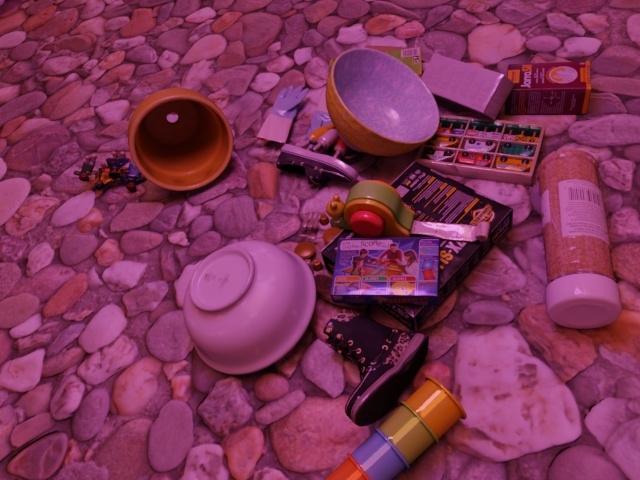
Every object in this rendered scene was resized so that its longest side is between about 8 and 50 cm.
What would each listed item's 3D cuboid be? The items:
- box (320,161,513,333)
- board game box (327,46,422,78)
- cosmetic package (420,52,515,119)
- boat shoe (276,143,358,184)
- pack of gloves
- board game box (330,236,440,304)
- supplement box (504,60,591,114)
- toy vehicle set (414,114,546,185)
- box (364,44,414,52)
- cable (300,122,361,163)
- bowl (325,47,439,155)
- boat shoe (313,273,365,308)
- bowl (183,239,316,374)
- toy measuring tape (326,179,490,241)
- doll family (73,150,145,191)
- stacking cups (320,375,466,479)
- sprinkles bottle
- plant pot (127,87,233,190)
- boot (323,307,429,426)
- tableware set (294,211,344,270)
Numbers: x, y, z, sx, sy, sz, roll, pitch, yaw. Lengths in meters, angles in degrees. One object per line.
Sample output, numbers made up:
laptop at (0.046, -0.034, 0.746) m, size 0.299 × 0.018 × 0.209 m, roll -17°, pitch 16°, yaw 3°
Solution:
box at (0.200, 0.000, 1.151) m, size 0.257 × 0.079 × 0.322 m, roll 34°, pitch 69°, yaw 32°
board game box at (0.151, -0.477, 1.528) m, size 0.260 × 0.039 × 0.124 m, roll -2°, pitch 53°, yaw 11°
cosmetic package at (0.355, -0.386, 1.364) m, size 0.239 × 0.061 × 0.098 m, roll 41°, pitch 108°, yaw 45°
boat shoe at (-0.016, -0.173, 1.350) m, size 0.229 × 0.080 × 0.076 m, roll 24°, pitch 83°, yaw 25°
pack of gloves at (-0.042, -0.333, 1.508) m, size 0.195 × 0.046 × 0.231 m, roll 15°, pitch 59°, yaw 10°
board game box at (0.127, 0.057, 1.057) m, size 0.202 × 0.035 × 0.136 m, roll 0°, pitch 54°, yaw 16°
supplement box at (0.550, -0.370, 1.333) m, size 0.188 × 0.080 × 0.104 m, roll 4°, pitch 55°, yaw 19°
toy vehicle set at (0.377, -0.220, 1.295) m, size 0.267 × 0.035 × 0.165 m, roll 11°, pitch 57°, yaw 23°
box at (0.167, -0.488, 1.569) m, size 0.165 × 0.021 × 0.201 m, roll 15°, pitch 59°, yaw 25°
cable at (0.078, -0.303, 1.419) m, size 0.140 × 0.072 × 0.287 m, roll 25°, pitch 62°, yaw 18°
bowl at (0.123, -0.305, 1.325) m, size 0.290 × 0.156 × 0.289 m, roll 14°, pitch 57°, yaw -22°
boat shoe at (0.042, 0.110, 1.131) m, size 0.136 × 0.045 × 0.050 m, roll 24°, pitch 67°, yaw 33°
bowl at (-0.167, 0.106, 1.105) m, size 0.298 × 0.134 × 0.297 m, roll -14°, pitch 51°, yaw 18°
toy measuring tape at (0.163, -0.059, 1.085) m, size 0.331 × 0.121 × 0.121 m, roll 7°, pitch 56°, yaw 21°
doll family at (-0.575, -0.184, 1.512) m, size 0.193 × 0.076 × 0.111 m, roll -9°, pitch 47°, yaw 5°
stacking cups at (0.097, 0.360, 0.893) m, size 0.316 × 0.096 × 0.096 m, roll -39°, pitch 53°, yaw -14°
sprinkles bottle at (0.488, -0.012, 1.051) m, size 0.122 × 0.121 × 0.355 m, roll 1°, pitch 54°, yaw 16°
plant pot at (-0.379, -0.291, 1.443) m, size 0.254 × 0.253 × 0.239 m, roll -28°, pitch 37°, yaw -6°
boot at (0.069, 0.218, 0.990) m, size 0.179 × 0.085 × 0.236 m, roll 21°, pitch 37°, yaw 31°
tableware set at (0.000, 0.000, 1.244) m, size 0.104 × 0.024 × 0.154 m, roll 6°, pitch 54°, yaw 16°
